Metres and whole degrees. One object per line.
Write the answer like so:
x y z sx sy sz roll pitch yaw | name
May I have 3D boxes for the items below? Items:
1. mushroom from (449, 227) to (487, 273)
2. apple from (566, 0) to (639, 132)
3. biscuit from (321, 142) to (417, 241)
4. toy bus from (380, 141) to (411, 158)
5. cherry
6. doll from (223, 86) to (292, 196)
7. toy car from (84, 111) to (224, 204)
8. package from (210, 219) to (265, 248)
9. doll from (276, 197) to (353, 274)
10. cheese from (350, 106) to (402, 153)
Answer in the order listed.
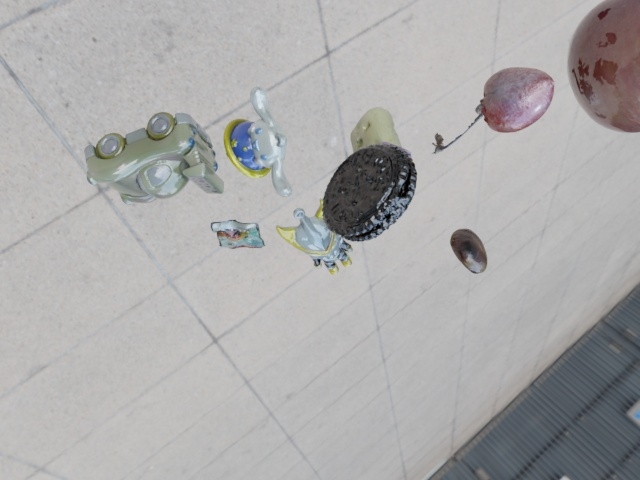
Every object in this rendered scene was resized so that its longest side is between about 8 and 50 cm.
0.374 0.024 1.287 0.123 0.123 0.052 0 154 -48 | mushroom
0.580 -0.313 0.881 0.306 0.234 0.306 -18 179 0 | apple
0.081 -0.087 0.909 0.053 0.194 0.194 32 101 -36 | biscuit
0.151 -0.144 1.309 0.198 0.096 0.108 114 -4 -45 | toy bus
0.283 -0.222 0.877 0.226 0.106 0.090 -14 169 41 | cherry
-0.161 -0.258 1.540 0.243 0.310 0.160 -27 173 37 | doll
-0.480 -0.204 1.524 0.336 0.226 0.242 -21 164 5 | toy car
-0.278 -0.012 1.766 0.166 0.040 0.232 1 158 -1 | package
-0.004 0.003 1.481 0.146 0.103 0.316 -10 149 20 | doll
0.168 -0.272 1.582 0.093 0.262 0.159 7 144 -29 | cheese
